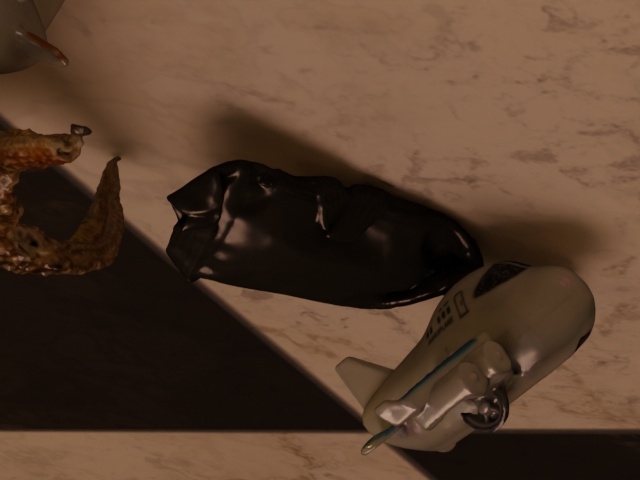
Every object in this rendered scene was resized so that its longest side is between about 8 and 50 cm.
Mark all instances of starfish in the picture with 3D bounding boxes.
[{"bbox_3d":[-0.282,-0.062,1.319,0.384,0.132,0.398,25,177,20],"label":"starfish"}]

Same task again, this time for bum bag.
[{"bbox_3d":[0.000,0.000,1.463,0.326,0.079,0.142,14,139,-31],"label":"bum bag"}]

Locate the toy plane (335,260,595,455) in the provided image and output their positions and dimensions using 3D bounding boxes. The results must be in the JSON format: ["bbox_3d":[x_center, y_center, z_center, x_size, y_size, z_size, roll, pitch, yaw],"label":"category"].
[{"bbox_3d":[0.131,0.103,1.481,0.122,0.267,0.267,54,149,1],"label":"toy plane"}]

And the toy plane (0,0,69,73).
[{"bbox_3d":[-0.262,-0.199,1.157,0.245,0.117,0.244,28,163,9],"label":"toy plane"}]
